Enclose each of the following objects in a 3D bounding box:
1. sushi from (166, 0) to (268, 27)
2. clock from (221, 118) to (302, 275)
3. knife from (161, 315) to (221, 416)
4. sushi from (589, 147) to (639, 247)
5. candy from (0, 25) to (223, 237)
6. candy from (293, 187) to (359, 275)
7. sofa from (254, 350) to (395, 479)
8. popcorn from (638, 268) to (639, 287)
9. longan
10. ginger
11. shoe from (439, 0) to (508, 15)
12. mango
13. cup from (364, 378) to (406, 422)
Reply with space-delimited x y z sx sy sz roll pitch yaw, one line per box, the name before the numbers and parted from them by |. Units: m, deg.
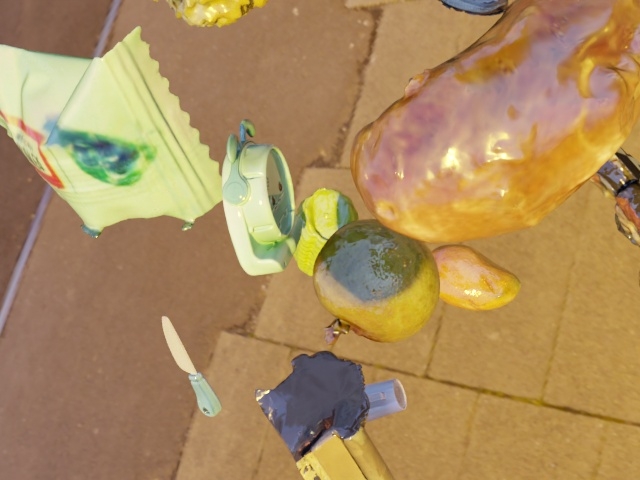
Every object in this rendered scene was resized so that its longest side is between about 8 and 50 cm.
sushi | -0.168 -0.458 1.078 0.240 0.397 0.351 -38 32 -13
clock | -0.079 -0.059 1.173 0.060 0.189 0.148 -7 26 16
knife | -0.266 0.250 1.801 0.058 0.244 0.032 -1 32 49
sushi | 0.365 -0.031 1.041 0.047 0.219 0.231 -43 45 7
candy | -0.338 -0.157 1.230 0.397 0.263 0.172 15 47 40
candy | 0.000 0.000 1.371 0.209 0.096 0.097 110 164 -65
sofa | 0.030 0.333 1.569 0.182 0.200 0.258 -32 30 -9
popcorn | 0.597 0.081 1.290 0.215 0.286 0.252 -36 19 56
longan | 0.063 0.057 1.098 0.154 0.145 0.176 34 87 15
ginger | 0.175 -0.110 0.729 0.321 0.165 0.172 -40 50 -9
shoe | 0.147 -0.335 1.044 0.194 0.074 0.077 49 147 25
mango | 0.255 0.069 1.565 0.165 0.089 0.115 35 63 22
cup | 0.094 0.306 1.727 0.116 0.104 0.074 -19 69 23
